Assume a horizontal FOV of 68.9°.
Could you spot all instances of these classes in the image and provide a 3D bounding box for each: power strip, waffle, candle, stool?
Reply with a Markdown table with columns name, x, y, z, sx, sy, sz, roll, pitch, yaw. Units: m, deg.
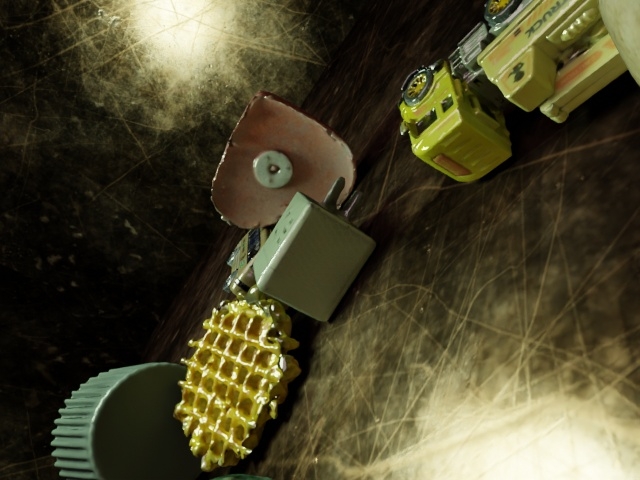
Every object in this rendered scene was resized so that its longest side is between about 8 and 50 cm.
| name | x | y | z | sx | sy | sz | roll | pitch | yaw |
| --- | --- | --- | --- | --- | --- | --- | --- | --- | --- |
| power strip | 0.000 | 0.000 | 0.800 | 0.224 | 0.139 | 0.140 | -57 | 16 | 7 |
| waffle | -0.150 | 0.237 | 0.835 | 0.329 | 0.062 | 0.328 | -23 | 53 | 35 |
| candle | -0.095 | -0.182 | 1.022 | 0.317 | 0.287 | 0.131 | -19 | 26 | 4 |
| stool | -0.390 | 0.406 | 1.004 | 0.330 | 0.297 | 0.297 | -30 | 34 | 49 |

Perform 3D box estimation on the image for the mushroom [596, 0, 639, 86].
| name | x | y | z | sx | sy | sz | roll | pitch | yaw |
| --- | --- | --- | --- | --- | --- | --- | --- | --- | --- |
| mushroom | 0.268 | -0.182 | 0.266 | 0.195 | 0.189 | 0.253 | -41 | 28 | 52 |

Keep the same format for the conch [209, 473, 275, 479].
| name | x | y | z | sx | sy | sz | roll | pitch | yaw |
| --- | --- | --- | --- | --- | --- | --- | --- | --- | --- |
| conch | -0.095 | 0.342 | 0.481 | 0.220 | 0.195 | 0.277 | -37 | -24 | -31 |

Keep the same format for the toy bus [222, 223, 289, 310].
| name | x | y | z | sx | sy | sz | roll | pitch | yaw |
| --- | --- | --- | --- | --- | --- | --- | --- | --- | --- |
| toy bus | -0.116 | 0.052 | 1.051 | 0.157 | 0.140 | 0.289 | -52 | 14 | 8 |

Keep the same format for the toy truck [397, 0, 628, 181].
| name | x | y | z | sx | sy | sz | roll | pitch | yaw |
| --- | --- | --- | --- | --- | --- | --- | --- | --- | --- |
| toy truck | 0.217 | -0.177 | 0.522 | 0.272 | 0.124 | 0.157 | -39 | 36 | 41 |
